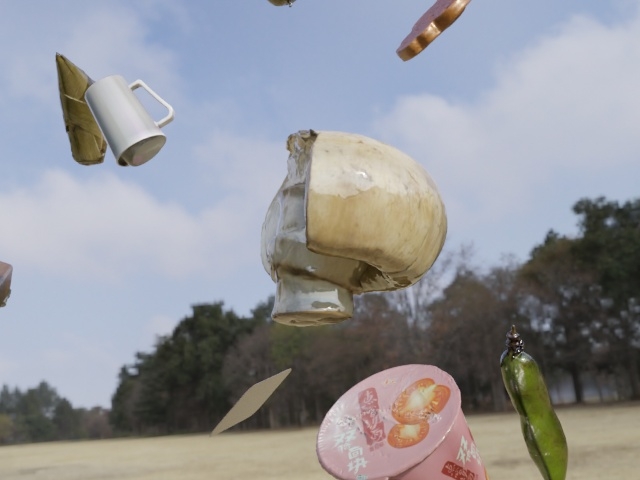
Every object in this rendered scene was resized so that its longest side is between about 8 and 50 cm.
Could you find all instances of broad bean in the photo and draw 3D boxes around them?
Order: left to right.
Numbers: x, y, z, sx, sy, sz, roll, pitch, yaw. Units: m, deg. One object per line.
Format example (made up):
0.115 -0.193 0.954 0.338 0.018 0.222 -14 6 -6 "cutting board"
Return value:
0.351 0.285 1.423 0.061 0.338 0.077 -15 13 29 "broad bean"

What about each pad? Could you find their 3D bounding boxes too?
-0.165 0.388 2.119 0.176 0.002 0.266 -50 -14 14 "pad"

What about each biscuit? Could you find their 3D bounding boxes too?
0.304 -0.552 2.102 0.047 0.334 0.202 44 -14 -14 "biscuit"

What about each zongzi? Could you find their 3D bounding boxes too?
-0.434 -0.227 1.573 0.079 0.160 0.176 -6 -14 7 "zongzi"

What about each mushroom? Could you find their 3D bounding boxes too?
0.039 -0.002 0.943 0.189 0.195 0.253 6 -15 -8 "mushroom"

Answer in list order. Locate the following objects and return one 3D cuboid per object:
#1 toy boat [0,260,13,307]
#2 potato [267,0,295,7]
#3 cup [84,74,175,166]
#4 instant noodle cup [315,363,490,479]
-0.670 0.124 1.653 0.162 0.135 0.445 -25 17 4 "toy boat"
-0.105 -0.705 2.226 0.159 0.251 0.174 -15 -6 22 "potato"
-0.257 -0.171 1.210 0.104 0.116 0.074 -31 -11 2 "cup"
0.149 0.358 1.379 0.243 0.231 0.243 -24 25 12 "instant noodle cup"
